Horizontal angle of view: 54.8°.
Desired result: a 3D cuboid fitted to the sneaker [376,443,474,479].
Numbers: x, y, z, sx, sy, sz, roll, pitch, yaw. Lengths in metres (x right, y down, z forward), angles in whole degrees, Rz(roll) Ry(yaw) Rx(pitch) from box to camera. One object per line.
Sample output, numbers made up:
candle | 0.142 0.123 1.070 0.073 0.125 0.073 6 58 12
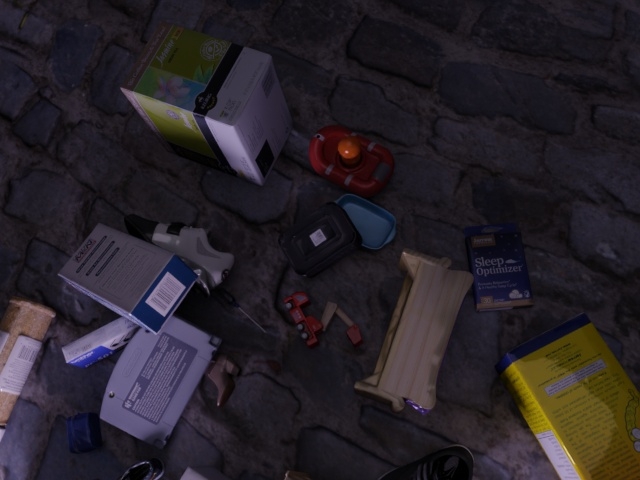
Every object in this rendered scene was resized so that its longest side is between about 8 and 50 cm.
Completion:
sneaker | 0.201 0.528 1.321 0.295 0.147 0.105 -30 71 -3

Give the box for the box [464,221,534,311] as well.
box | 0.436 0.059 1.525 0.136 0.036 0.225 -6 68 5

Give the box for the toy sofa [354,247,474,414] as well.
toy sofa | 0.216 0.216 1.433 0.177 0.150 0.363 19 73 8

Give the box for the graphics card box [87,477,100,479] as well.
graphics card box | -0.569 0.745 1.348 0.232 0.094 0.371 -22 70 10

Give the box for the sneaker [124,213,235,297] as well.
sneaker | -0.365 0.011 1.613 0.330 0.122 0.146 33 59 18

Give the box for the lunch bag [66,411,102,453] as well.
lunch bag | -0.574 0.460 1.486 0.065 0.067 0.098 -16 68 1

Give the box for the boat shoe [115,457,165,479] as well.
boat shoe | -0.451 0.566 1.423 0.183 0.083 0.065 -38 70 -7

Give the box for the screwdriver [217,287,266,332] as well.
screwdriver | -0.197 0.176 1.569 0.170 0.024 0.025 35 106 16

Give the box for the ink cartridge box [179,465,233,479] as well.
ink cartridge box | -0.249 0.648 1.305 0.198 0.197 0.270 27 75 15

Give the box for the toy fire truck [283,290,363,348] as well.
toy fire truck | 0.006 0.196 1.521 0.135 0.047 0.192 -28 68 -4

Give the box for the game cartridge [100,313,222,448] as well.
game cartridge | -0.390 0.321 1.478 0.196 0.060 0.294 29 84 -5

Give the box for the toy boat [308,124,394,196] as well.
toy boat | 0.077 -0.224 1.612 0.231 0.151 0.151 29 75 16

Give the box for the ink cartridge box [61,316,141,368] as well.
ink cartridge box | -0.524 0.247 1.543 0.207 0.097 0.046 -27 69 -3

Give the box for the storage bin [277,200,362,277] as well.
storage bin | 0.000 0.000 1.550 0.180 0.084 0.122 -34 74 10

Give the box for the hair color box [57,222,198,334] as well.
hair color box | -0.477 0.085 1.515 0.347 0.105 0.174 17 65 40

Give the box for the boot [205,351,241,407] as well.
boot | -0.250 0.336 1.510 0.087 0.042 0.118 22 73 21

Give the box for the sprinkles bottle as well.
sprinkles bottle | -0.787 0.322 1.536 0.121 0.121 0.355 14 72 12

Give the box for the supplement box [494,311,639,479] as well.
supplement box | 0.557 0.367 1.310 0.195 0.194 0.357 -26 69 -3

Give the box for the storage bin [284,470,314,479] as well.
storage bin | -0.058 0.622 1.261 0.123 0.260 0.262 25 75 19

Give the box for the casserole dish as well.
casserole dish | 0.107 -0.045 1.603 0.188 0.037 0.114 28 75 15

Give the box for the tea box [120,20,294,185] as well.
tea box | -0.278 -0.346 1.606 0.323 0.329 0.220 20 74 13
